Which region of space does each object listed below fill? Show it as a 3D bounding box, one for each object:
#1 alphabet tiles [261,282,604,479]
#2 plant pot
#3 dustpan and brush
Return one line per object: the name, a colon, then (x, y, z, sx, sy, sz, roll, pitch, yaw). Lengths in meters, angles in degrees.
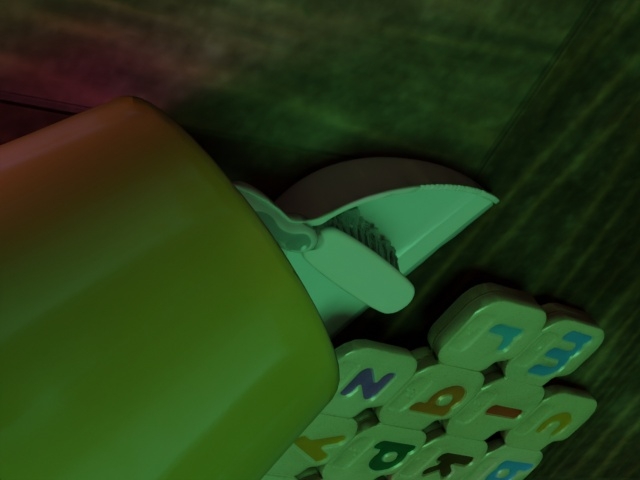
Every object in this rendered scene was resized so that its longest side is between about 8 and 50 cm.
alphabet tiles: (0.053, 0.137, 0.897, 0.278, 0.021, 0.284, 16, 123, -46)
plant pot: (-0.134, 0.068, 0.579, 0.239, 0.254, 0.254, -37, 142, -15)
dustpan and brush: (0.000, 0.000, 0.702, 0.147, 0.060, 0.211, -41, 138, 15)
